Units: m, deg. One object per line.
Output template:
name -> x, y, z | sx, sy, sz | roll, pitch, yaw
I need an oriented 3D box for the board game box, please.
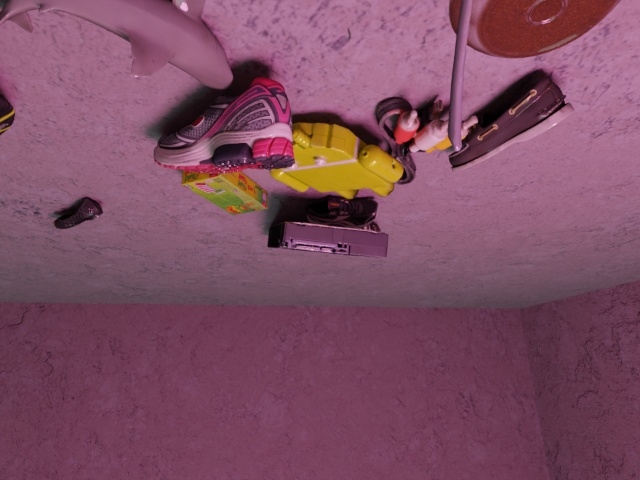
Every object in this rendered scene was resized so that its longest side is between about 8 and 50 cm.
board game box -> -0.196, -0.109, 0.898 | 0.092, 0.043, 0.181 | -8, 160, 21

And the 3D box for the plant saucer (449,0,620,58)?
plant saucer -> 0.249, -0.268, 0.474 | 0.199, 0.036, 0.198 | -2, 161, -1

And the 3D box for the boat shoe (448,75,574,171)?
boat shoe -> 0.289, -0.182, 0.694 | 0.081, 0.068, 0.228 | -38, -175, -29

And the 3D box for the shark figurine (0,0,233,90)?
shark figurine -> -0.223, -0.220, 0.459 | 0.278, 0.116, 0.166 | 4, 160, -22

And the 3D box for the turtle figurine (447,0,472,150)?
turtle figurine -> 0.170, -0.209, 0.274 | 0.198, 0.266, 0.274 | -7, 161, 16

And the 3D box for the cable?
cable -> 0.145, -0.155, 0.748 | 0.140, 0.072, 0.287 | 7, 161, -8

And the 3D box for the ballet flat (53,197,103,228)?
ballet flat -> -0.585, -0.064, 1.017 | 0.173, 0.057, 0.049 | -13, 118, 29

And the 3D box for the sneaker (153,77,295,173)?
sneaker -> -0.150, -0.162, 0.654 | 0.299, 0.112, 0.121 | 3, -175, 40

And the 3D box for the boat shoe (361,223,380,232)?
boat shoe -> 0.141, -0.027, 1.174 | 0.049, 0.056, 0.152 | -10, 170, 9

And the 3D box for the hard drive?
hard drive -> 0.000, 0.000, 1.063 | 0.237, 0.064, 0.339 | 6, 179, -12

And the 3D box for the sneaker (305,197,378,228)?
sneaker -> 0.046, -0.069, 1.002 | 0.178, 0.072, 0.077 | -7, 160, 13

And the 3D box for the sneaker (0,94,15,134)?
sneaker -> -0.502, -0.197, 0.519 | 0.147, 0.145, 0.385 | 48, 152, -15

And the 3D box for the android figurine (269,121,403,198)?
android figurine -> 0.016, -0.136, 0.768 | 0.248, 0.056, 0.273 | 1, 168, 37
